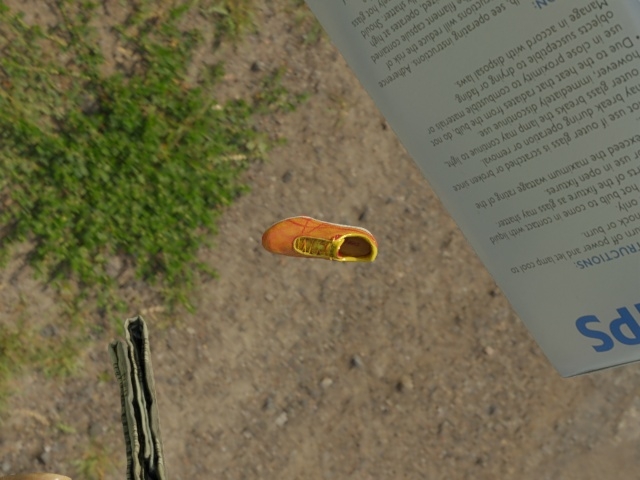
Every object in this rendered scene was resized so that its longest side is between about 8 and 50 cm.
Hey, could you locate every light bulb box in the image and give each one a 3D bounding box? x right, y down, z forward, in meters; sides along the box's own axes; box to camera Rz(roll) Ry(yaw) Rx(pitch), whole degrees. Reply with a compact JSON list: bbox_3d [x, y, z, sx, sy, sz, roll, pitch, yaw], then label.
[{"bbox_3d":[0.229,-0.165,0.727,0.358,0.225,0.361,-40,98,-33],"label":"light bulb box"}]

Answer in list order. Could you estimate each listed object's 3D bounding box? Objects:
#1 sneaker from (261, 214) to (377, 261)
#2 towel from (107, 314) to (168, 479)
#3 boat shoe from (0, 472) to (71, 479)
[{"bbox_3d":[0.000,0.000,1.608,0.175,0.067,0.064,1,105,-5],"label":"sneaker"},{"bbox_3d":[-0.215,0.300,1.328,0.056,0.312,0.324,-7,127,-9],"label":"towel"},{"bbox_3d":[-0.331,0.275,1.078,0.073,0.207,0.073,23,62,-45],"label":"boat shoe"}]
